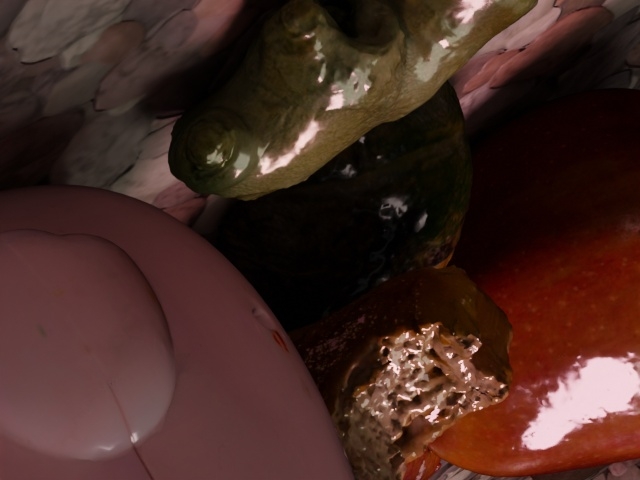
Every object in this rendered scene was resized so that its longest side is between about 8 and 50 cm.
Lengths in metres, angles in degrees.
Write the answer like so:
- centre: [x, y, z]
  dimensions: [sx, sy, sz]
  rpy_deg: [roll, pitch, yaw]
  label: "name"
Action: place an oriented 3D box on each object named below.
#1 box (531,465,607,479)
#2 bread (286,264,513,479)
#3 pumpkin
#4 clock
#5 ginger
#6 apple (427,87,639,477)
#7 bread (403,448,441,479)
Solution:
- centre: [0.319, 0.147, 2.062]
  dimensions: [0.273, 0.184, 0.143]
  rpy_deg: [-19, 155, -43]
  label: "box"
- centre: [-0.046, 0.151, 1.195]
  dimensions: [0.380, 0.109, 0.185]
  rpy_deg: [-28, -153, 24]
  label: "bread"
- centre: [0.000, 0.005, 1.241]
  dimensions: [0.278, 0.111, 0.163]
  rpy_deg: [-36, 158, 5]
  label: "pumpkin"
- centre: [-0.113, 0.162, 0.976]
  dimensions: [0.250, 0.377, 0.368]
  rpy_deg: [-29, 153, -30]
  label: "clock"
- centre: [0.036, -0.120, 1.022]
  dimensions: [0.290, 0.089, 0.137]
  rpy_deg: [-33, 144, 3]
  label: "ginger"
- centre: [0.202, 0.038, 1.424]
  dimensions: [0.316, 0.288, 0.288]
  rpy_deg: [-26, 165, 13]
  label: "apple"
- centre: [0.033, 0.230, 1.900]
  dimensions: [0.139, 0.095, 0.269]
  rpy_deg: [-51, 154, 22]
  label: "bread"
